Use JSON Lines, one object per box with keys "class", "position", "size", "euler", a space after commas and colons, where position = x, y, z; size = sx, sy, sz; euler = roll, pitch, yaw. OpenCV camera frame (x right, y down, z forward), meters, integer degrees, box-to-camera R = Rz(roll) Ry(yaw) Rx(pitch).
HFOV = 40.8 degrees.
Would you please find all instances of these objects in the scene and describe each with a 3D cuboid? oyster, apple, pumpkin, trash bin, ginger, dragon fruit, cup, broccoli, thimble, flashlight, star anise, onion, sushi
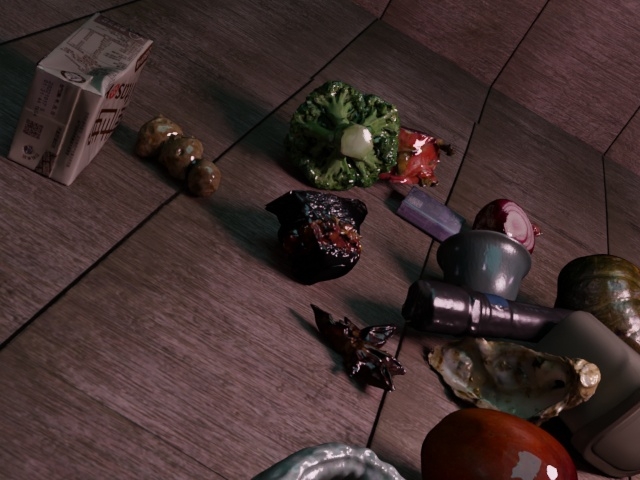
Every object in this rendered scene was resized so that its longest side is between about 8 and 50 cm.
{"class": "oyster", "position": [0.337, 0.244, 1.543], "size": [0.294, 0.166, 0.094], "euler": [24, -9, 34]}
{"class": "apple", "position": [0.249, 0.352, 1.220], "size": [0.234, 0.234, 0.234], "euler": [23, 29, -14]}
{"class": "pumpkin", "position": [0.619, 0.208, 1.838], "size": [0.325, 0.242, 0.232], "euler": [40, 50, -9]}
{"class": "trash bin", "position": [0.528, 0.277, 1.593], "size": [0.220, 0.219, 0.250], "euler": [38, 11, -39]}
{"class": "ginger", "position": [-0.272, -0.160, 1.679], "size": [0.204, 0.080, 0.104], "euler": [38, 61, 13]}
{"class": "dragon fruit", "position": [0.193, -0.207, 2.110], "size": [0.282, 0.147, 0.211], "euler": [27, 14, 36]}
{"class": "cup", "position": [0.329, 0.095, 1.773], "size": [0.199, 0.199, 0.150], "euler": [24, 53, -13]}
{"class": "broccoli", "position": [0.056, -0.230, 1.908], "size": [0.270, 0.269, 0.270], "euler": [24, 4, -12]}
{"class": "thimble", "position": [0.008, 0.347, 1.005], "size": [0.250, 0.172, 0.204], "euler": [13, 48, -28]}
{"class": "flashlight", "position": [0.351, 0.150, 1.660], "size": [0.424, 0.103, 0.103], "euler": [11, 34, -29]}
{"class": "star anise", "position": [0.083, 0.186, 1.491], "size": [0.157, 0.053, 0.212], "euler": [4, 37, -39]}
{"class": "onion", "position": [0.441, -0.009, 2.055], "size": [0.198, 0.135, 0.173], "euler": [-2, 78, -49]}
{"class": "sushi", "position": [0.000, 0.000, 1.620], "size": [0.172, 0.153, 0.150], "euler": [29, 38, -53]}

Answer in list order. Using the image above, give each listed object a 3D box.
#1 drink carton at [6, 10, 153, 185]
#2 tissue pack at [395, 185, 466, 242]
{"class": "drink carton", "position": [-0.430, -0.266, 1.574], "size": [0.132, 0.194, 0.324], "euler": [25, 29, -8]}
{"class": "tissue pack", "position": [0.265, -0.057, 2.056], "size": [0.156, 0.051, 0.112], "euler": [33, 30, 5]}
